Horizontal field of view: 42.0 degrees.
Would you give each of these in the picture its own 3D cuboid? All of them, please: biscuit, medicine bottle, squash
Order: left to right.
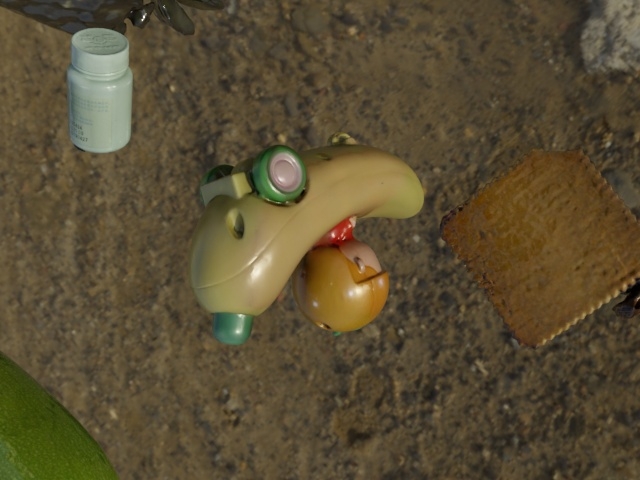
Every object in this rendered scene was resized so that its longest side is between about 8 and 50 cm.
[{"bbox_3d":[-0.155,0.076,0.362,0.201,0.066,0.066,37,132,25],"label":"squash"},{"bbox_3d":[-0.162,-0.109,0.613,0.047,0.047,0.083,30,132,20],"label":"medicine bottle"},{"bbox_3d":[0.309,0.002,1.150,0.237,0.013,0.232,-40,75,25],"label":"biscuit"}]

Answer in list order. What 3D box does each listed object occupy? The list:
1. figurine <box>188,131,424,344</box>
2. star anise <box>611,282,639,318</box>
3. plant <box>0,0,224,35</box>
[{"bbox_3d":[0.000,0.000,0.912,0.124,0.324,0.222,-15,93,50],"label":"figurine"},{"bbox_3d":[0.607,0.084,1.526,0.220,0.190,0.126,6,141,-15],"label":"star anise"},{"bbox_3d":[-0.212,-0.303,0.846,0.199,0.276,0.189,-34,59,56],"label":"plant"}]
